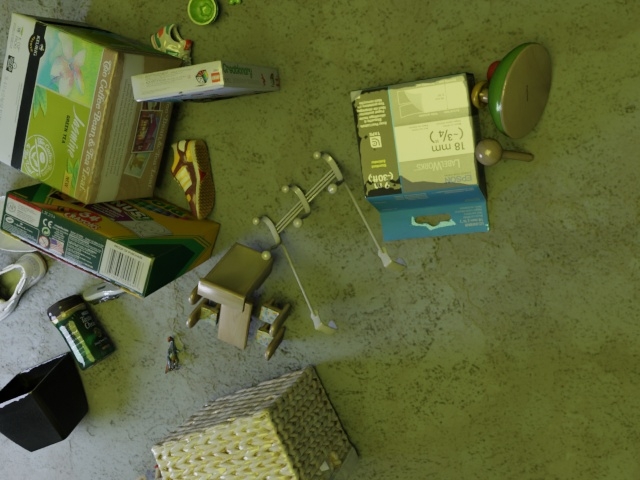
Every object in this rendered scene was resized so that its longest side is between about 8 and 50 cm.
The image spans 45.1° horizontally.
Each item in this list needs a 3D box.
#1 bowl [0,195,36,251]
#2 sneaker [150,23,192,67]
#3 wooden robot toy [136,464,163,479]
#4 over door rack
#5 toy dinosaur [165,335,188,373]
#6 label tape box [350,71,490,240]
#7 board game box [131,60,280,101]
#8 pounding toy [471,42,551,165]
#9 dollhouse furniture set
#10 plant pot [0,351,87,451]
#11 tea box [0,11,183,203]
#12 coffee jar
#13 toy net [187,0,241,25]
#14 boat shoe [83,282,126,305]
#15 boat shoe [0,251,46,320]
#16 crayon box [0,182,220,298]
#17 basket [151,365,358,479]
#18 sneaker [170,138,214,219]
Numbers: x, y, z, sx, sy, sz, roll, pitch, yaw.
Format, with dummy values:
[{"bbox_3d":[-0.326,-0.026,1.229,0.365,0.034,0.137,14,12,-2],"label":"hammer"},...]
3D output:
[{"bbox_3d":[-0.757,-0.047,1.947,0.141,0.053,0.142,2,103,17],"label":"bowl"},{"bbox_3d":[-0.315,-0.411,1.729,0.075,0.057,0.161,-30,89,26],"label":"sneaker"},{"bbox_3d":[-0.386,0.621,1.979,0.173,0.076,0.079,-17,131,20],"label":"wooden robot toy"},{"bbox_3d":[0.000,0.000,1.634,0.239,0.108,0.324,-44,63,25],"label":"over door rack"},{"bbox_3d":[-0.373,0.281,1.905,0.090,0.047,0.082,-23,75,31],"label":"toy dinosaur"},{"bbox_3d":[0.211,-0.161,1.592,0.240,0.106,0.334,-6,99,19],"label":"label tape box"},{"bbox_3d":[-0.225,-0.323,1.588,0.192,0.305,0.053,-5,98,18],"label":"board game box"},{"bbox_3d":[0.353,-0.274,1.510,0.110,0.183,0.237,23,113,38],"label":"pounding toy"},{"bbox_3d":[-0.196,0.155,1.722,0.212,0.161,0.242,21,127,12],"label":"dollhouse furniture set"},{"bbox_3d":[-0.713,0.427,1.973,0.187,0.188,0.167,-24,105,20],"label":"plant pot"},{"bbox_3d":[-0.520,-0.293,1.705,0.323,0.220,0.329,23,108,24],"label":"tea box"},{"bbox_3d":[-0.603,0.227,1.934,0.079,0.096,0.184,-33,91,18],"label":"coffee jar"},{"bbox_3d":[-0.277,-0.590,1.686,0.122,0.045,0.232,-34,90,21],"label":"toy net"},{"bbox_3d":[-0.523,0.128,1.919,0.142,0.049,0.040,-14,130,18],"label":"boat shoe"},{"bbox_3d":[-0.826,0.131,1.983,0.277,0.096,0.098,-42,88,21],"label":"boat shoe"},{"bbox_3d":[-0.457,-0.029,1.718,0.362,0.313,0.106,23,111,11],"label":"crayon box"},{"bbox_3d":[-0.137,0.484,1.722,0.331,0.328,0.267,-22,92,21],"label":"basket"},{"bbox_3d":[-0.301,-0.140,1.783,0.083,0.069,0.186,-1,95,26],"label":"sneaker"}]
